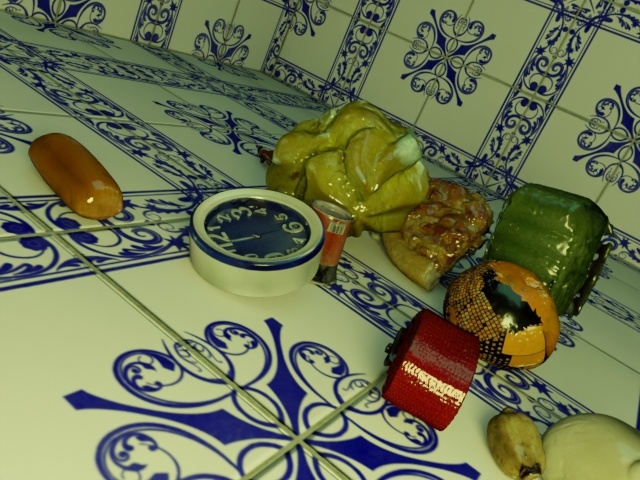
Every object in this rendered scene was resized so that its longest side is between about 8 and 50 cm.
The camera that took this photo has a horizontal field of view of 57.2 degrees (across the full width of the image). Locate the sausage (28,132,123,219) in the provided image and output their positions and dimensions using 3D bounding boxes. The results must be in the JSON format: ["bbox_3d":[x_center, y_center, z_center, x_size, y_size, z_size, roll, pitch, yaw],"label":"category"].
[{"bbox_3d":[-0.425,-0.115,1.019,0.238,0.098,0.098,38,24,32],"label":"sausage"}]

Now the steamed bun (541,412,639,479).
[{"bbox_3d":[0.413,0.325,0.798,0.177,0.131,0.228,13,21,-35],"label":"steamed bun"}]

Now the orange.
[{"bbox_3d":[0.355,0.144,1.142,0.234,0.182,0.234,31,23,-15],"label":"orange"}]

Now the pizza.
[{"bbox_3d":[0.281,-0.043,1.437,0.277,0.114,0.409,1,47,16],"label":"pizza"}]

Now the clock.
[{"bbox_3d":[-0.109,-0.001,1.014,0.230,0.083,0.231,6,37,-5],"label":"clock"}]

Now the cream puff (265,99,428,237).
[{"bbox_3d":[0.059,-0.118,1.304,0.378,0.378,0.276,15,59,-25],"label":"cream puff"}]

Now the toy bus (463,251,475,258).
[{"bbox_3d":[0.352,-0.019,1.656,0.131,0.106,0.297,36,21,36],"label":"toy bus"}]

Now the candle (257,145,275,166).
[{"bbox_3d":[-0.097,-0.197,1.659,0.084,0.059,0.301,15,19,-50],"label":"candle"}]

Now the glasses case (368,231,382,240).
[{"bbox_3d":[0.143,-0.022,1.537,0.032,0.021,0.083,19,20,-13],"label":"glasses case"}]

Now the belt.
[{"bbox_3d":[0.156,0.181,0.874,0.124,0.128,0.201,28,21,9],"label":"belt"}]

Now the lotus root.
[{"bbox_3d":[0.276,0.287,0.835,0.072,0.063,0.152,-14,22,13],"label":"lotus root"}]

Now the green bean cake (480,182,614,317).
[{"bbox_3d":[0.523,0.047,1.369,0.218,0.335,0.319,25,20,31],"label":"green bean cake"}]

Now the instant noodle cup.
[{"bbox_3d":[-0.002,-0.001,1.143,0.127,0.136,0.127,21,19,-7],"label":"instant noodle cup"}]
